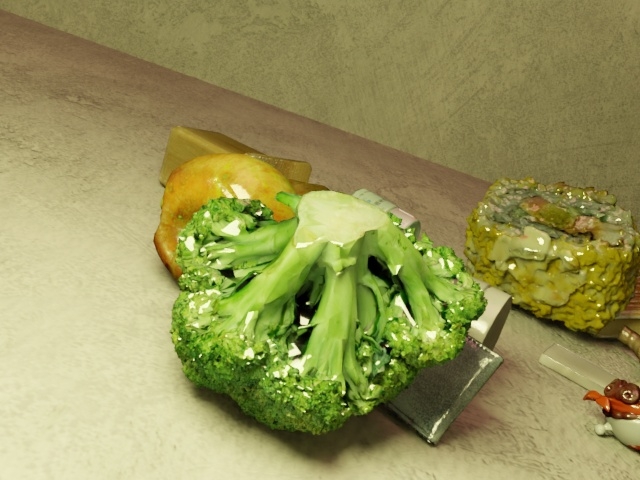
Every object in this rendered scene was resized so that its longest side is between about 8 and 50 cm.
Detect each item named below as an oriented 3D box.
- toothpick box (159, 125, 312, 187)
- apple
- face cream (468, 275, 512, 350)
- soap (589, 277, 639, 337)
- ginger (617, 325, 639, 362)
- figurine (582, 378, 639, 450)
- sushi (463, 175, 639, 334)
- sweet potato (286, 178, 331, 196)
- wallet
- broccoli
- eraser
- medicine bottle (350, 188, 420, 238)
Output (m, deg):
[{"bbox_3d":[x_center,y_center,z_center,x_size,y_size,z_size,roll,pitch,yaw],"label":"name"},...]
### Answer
[{"bbox_3d":[-0.201,-0.133,1.527,0.187,0.190,0.308,0,22,-46],"label":"toothpick box"},{"bbox_3d":[-0.146,-0.022,1.157,0.246,0.246,0.226,27,11,19],"label":"apple"},{"bbox_3d":[0.215,0.139,1.168,0.152,0.177,0.177,25,18,22],"label":"face cream"},{"bbox_3d":[0.769,0.163,1.711,0.274,0.089,0.173,0,27,-8],"label":"soap"},{"bbox_3d":[0.736,0.291,1.458,0.166,0.080,0.333,35,11,-3],"label":"ginger"},{"bbox_3d":[0.564,0.294,1.167,0.226,0.160,0.183,15,16,9],"label":"figurine"},{"bbox_3d":[0.536,0.027,1.620,0.396,0.240,0.351,17,34,30],"label":"sushi"},{"bbox_3d":[0.000,0.000,1.282,0.157,0.158,0.370,10,25,-28],"label":"sweet potato"},{"bbox_3d":[0.136,0.174,1.035,0.222,0.167,0.036,34,-15,34],"label":"wallet"},{"bbox_3d":[-0.013,0.084,0.908,0.413,0.321,0.310,23,-11,13],"label":"broccoli"},{"bbox_3d":[0.519,0.261,1.390,0.150,0.023,0.104,29,20,27],"label":"eraser"},{"bbox_3d":[0.138,-0.033,1.657,0.168,0.135,0.135,32,21,25],"label":"medicine bottle"}]
